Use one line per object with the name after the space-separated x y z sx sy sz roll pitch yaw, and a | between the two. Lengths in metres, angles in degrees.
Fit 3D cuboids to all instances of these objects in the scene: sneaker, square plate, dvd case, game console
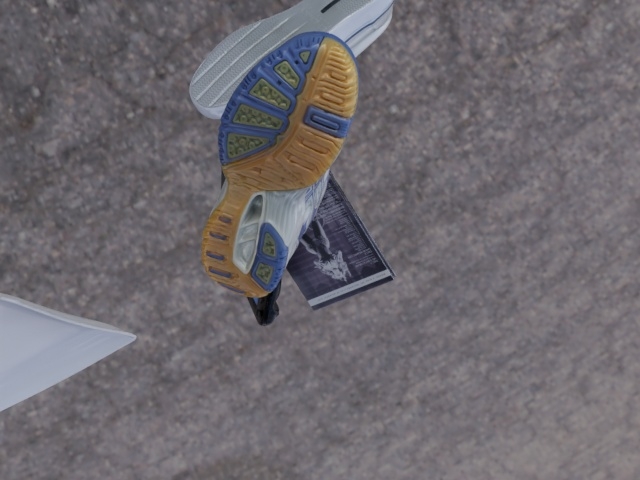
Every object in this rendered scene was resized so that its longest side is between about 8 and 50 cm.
-0.020 -0.201 1.134 0.258 0.094 0.091 -33 151 -6 | sneaker
-0.037 -0.087 1.002 0.296 0.111 0.131 -64 177 38 | sneaker
-0.506 0.176 1.547 0.347 0.049 0.344 -28 157 14 | square plate
0.000 0.000 1.696 0.164 0.221 0.018 -23 -161 29 | dvd case
-0.126 0.011 1.808 0.043 0.361 0.213 -4 116 -16 | game console
